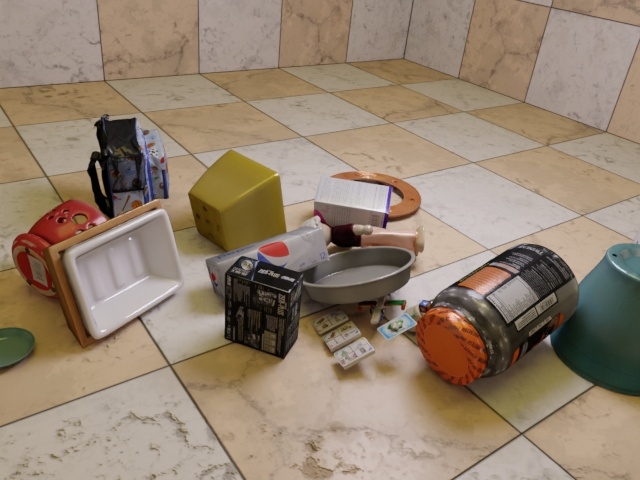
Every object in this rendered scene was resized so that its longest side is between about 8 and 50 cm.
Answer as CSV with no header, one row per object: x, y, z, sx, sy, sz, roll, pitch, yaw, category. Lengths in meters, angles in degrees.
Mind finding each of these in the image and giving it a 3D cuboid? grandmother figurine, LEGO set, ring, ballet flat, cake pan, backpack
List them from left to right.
-0.541,-0.194,1.618,0.213,0.263,0.276,2,34,-18,backpack
0.087,0.082,1.378,0.293,0.054,0.293,-10,14,2,cake pan
0.107,-0.008,1.555,0.342,0.208,0.104,3,71,0,grandmother figurine
0.171,-0.153,1.909,0.336,0.032,0.336,4,30,-2,ring
0.124,0.186,1.271,0.244,0.060,0.182,-28,32,-11,LEGO set
0.307,0.158,1.352,0.248,0.086,0.086,-15,37,-30,ballet flat

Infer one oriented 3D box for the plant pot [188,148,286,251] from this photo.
-0.242,-0.095,1.578,0.212,0.212,0.187,30,50,34,plant pot

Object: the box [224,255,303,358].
-0.122,0.141,1.205,0.147,0.180,0.077,15,32,15,box

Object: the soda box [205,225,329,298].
-0.126,0.048,1.389,0.286,0.091,0.098,-19,13,-24,soda box

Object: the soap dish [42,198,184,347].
-0.452,0.061,1.253,0.118,0.229,0.291,6,26,33,soap dish

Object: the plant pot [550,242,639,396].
0.686,0.156,1.260,0.271,0.255,0.272,4,31,-3,plant pot

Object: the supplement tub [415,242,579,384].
0.380,0.157,1.225,0.338,0.207,0.207,-26,42,-29,supplement tub

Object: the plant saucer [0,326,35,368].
-0.634,0.219,1.133,0.119,0.021,0.119,5,31,-3,plant saucer

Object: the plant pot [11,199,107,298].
-0.594,0.024,1.311,0.191,0.191,0.174,19,38,21,plant pot

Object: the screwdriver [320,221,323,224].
0.000,0.000,1.637,0.024,0.025,0.170,5,39,-3,screwdriver

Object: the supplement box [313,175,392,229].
0.096,-0.103,1.701,0.220,0.111,0.114,9,53,4,supplement box

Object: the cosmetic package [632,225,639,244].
1.131,0.083,1.630,0.284,0.097,0.377,3,30,-1,cosmetic package
